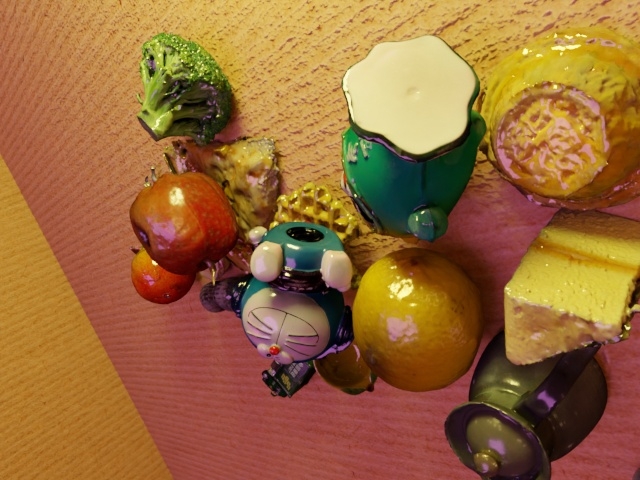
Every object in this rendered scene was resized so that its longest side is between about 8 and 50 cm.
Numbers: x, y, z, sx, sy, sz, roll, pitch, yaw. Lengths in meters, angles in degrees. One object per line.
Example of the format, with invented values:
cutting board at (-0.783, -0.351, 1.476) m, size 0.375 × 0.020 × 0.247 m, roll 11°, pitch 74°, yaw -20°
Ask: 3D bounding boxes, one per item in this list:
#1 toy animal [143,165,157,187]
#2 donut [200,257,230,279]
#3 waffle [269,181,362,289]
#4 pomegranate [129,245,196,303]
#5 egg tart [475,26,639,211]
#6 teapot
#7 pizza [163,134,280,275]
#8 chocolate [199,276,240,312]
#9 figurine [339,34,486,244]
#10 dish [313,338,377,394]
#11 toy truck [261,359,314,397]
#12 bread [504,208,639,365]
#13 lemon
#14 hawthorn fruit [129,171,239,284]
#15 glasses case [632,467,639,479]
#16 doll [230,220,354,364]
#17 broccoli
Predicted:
toy animal at (-0.492, -0.109, 1.644) m, size 0.217 × 0.073 × 0.176 m, roll 53°, pitch 154°, yaw 13°
donut at (-0.317, 0.054, 1.569) m, size 0.108 × 0.065 × 0.166 m, roll 38°, pitch 135°, yaw 21°
waffle at (-0.001, 0.001, 1.182) m, size 0.291 × 0.051 × 0.291 m, roll 26°, pitch 132°, yaw 33°
pomegranate at (-0.516, 0.093, 1.684) m, size 0.235 × 0.210 × 0.210 m, roll 47°, pitch 138°, yaw 13°
egg tart at (0.345, -0.159, 0.748) m, size 0.288 × 0.118 × 0.288 m, roll 29°, pitch 133°, yaw 35°
teapot at (0.361, 0.289, 0.866) m, size 0.305 × 0.285 × 0.223 m, roll -33°, pitch 89°, yaw 50°
pizza at (-0.247, -0.085, 1.406) m, size 0.434 × 0.080 × 0.392 m, roll 10°, pitch 120°, yaw 43°
chocolate at (-0.289, 0.168, 1.581) m, size 0.248 × 0.110 × 0.110 m, roll -19°, pitch 100°, yaw 54°
figurine at (0.142, -0.134, 0.841) m, size 0.340 × 0.231 × 0.324 m, roll 74°, pitch -174°, yaw -70°
dish at (0.059, 0.293, 1.307) m, size 0.208 × 0.148 × 0.080 m, roll 51°, pitch 177°, yaw -2°
toy truck at (-0.082, 0.366, 1.509) m, size 0.121 × 0.088 × 0.259 m, roll 45°, pitch 136°, yaw 15°
bread at (0.355, 0.055, 0.748) m, size 0.142 × 0.266 × 0.178 m, roll 42°, pitch 138°, yaw 12°
lemon at (0.184, 0.149, 0.988) m, size 0.260 × 0.260 × 0.284 m, roll 11°, pitch 113°, yaw 41°
hawthorn fruit at (-0.329, -0.044, 1.279) m, size 0.261 × 0.258 × 0.258 m, roll 35°, pitch 142°, yaw -16°
glasses case at (0.608, 0.398, 0.852) m, size 0.178 × 0.067 × 0.045 m, roll -29°, pitch 90°, yaw 49°
doll at (-0.052, 0.122, 1.106) m, size 0.284 × 0.240 × 0.310 m, roll 13°, pitch 116°, yaw 8°
broccoli at (-0.335, -0.349, 1.228) m, size 0.261 × 0.242 × 0.269 m, roll 43°, pitch 163°, yaw -13°
